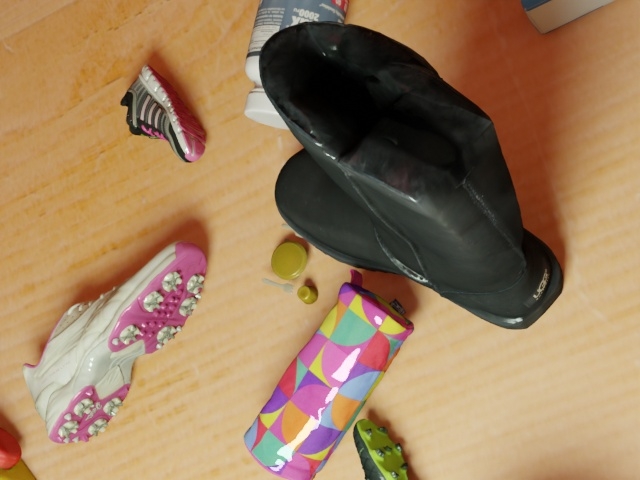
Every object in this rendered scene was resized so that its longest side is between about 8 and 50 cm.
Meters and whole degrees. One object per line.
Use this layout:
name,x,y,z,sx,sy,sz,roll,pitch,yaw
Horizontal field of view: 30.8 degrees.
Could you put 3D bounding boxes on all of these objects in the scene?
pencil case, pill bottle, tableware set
pencil case,0.010,0.156,1.299,0.104,0.104,0.236,36,96,29
pill bottle,-0.033,-0.231,1.412,0.108,0.108,0.180,9,83,29
tableware set,0.000,0.000,1.390,0.104,0.024,0.154,19,86,26

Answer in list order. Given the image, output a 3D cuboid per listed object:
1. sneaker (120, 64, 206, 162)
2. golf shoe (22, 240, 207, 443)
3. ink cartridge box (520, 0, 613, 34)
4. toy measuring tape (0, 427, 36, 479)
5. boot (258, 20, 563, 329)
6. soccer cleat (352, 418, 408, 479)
sneaker,-0.209,-0.151,1.512,0.075,0.063,0.170,-42,58,12
golf shoe,-0.267,0.106,1.453,0.306,0.115,0.140,-51,58,7
ink cartridge box,0.270,-0.351,1.300,0.139,0.082,0.191,-24,69,20
toy measuring tape,-0.405,0.335,1.465,0.121,0.121,0.330,-50,61,8
boot,0.038,-0.070,1.129,0.367,0.445,0.146,23,84,26
soccer cleat,0.073,0.280,1.265,0.072,0.060,0.179,-43,62,27
